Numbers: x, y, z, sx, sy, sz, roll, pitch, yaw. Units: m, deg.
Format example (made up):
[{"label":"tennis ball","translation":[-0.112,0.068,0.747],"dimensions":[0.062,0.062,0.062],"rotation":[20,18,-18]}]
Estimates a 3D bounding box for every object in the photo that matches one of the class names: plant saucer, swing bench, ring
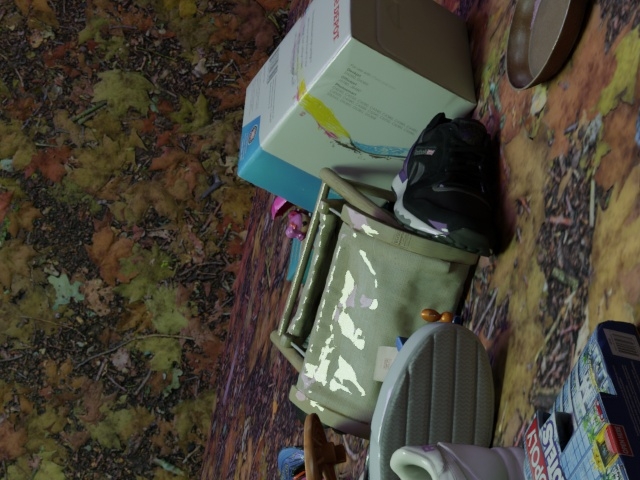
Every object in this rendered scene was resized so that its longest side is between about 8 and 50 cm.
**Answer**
[{"label":"plant saucer","translation":[0.238,-0.235,1.182],"dimensions":[0.168,0.029,0.169],"rotation":[-168,90,-80]},{"label":"swing bench","translation":[0.057,0.075,1.397],"dimensions":[0.255,0.165,0.253],"rotation":[-112,36,-71]},{"label":"ring","translation":[0.030,0.350,1.221],"dimensions":[0.336,0.032,0.337],"rotation":[-12,-90,-87]}]

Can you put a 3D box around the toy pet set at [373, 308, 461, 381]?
[{"label":"toy pet set","translation":[0.120,0.132,1.223],"dimensions":[0.065,0.114,0.122],"rotation":[-1,77,54]}]

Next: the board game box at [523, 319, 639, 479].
[{"label":"board game box","translation":[0.191,0.189,0.843],"dimensions":[0.194,0.060,0.194],"rotation":[-93,20,-55]}]

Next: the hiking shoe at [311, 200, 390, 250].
[{"label":"hiking shoe","translation":[0.057,-0.070,1.708],"dimensions":[0.132,0.113,0.304],"rotation":[125,153,-51]}]

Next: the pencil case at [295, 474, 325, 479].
[{"label":"pencil case","translation":[0.002,0.379,1.502],"dimensions":[0.209,0.098,0.095],"rotation":[-157,80,-78]}]

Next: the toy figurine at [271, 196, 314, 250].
[{"label":"toy figurine","translation":[-0.001,-0.029,1.830],"dimensions":[0.130,0.159,0.173],"rotation":[117,162,-53]}]

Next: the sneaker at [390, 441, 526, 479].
[{"label":"sneaker","translation":[0.107,0.300,0.905],"dimensions":[0.114,0.152,0.305],"rotation":[118,160,-47]}]

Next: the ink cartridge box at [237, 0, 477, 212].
[{"label":"ink cartridge box","translation":[0.044,-0.193,1.515],"dimensions":[0.270,0.197,0.198],"rotation":[-48,27,37]}]

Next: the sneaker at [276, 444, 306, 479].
[{"label":"sneaker","translation":[-0.030,0.387,1.757],"dimensions":[0.221,0.083,0.087],"rotation":[106,157,-46]}]

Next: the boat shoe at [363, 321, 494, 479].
[{"label":"boat shoe","translation":[0.087,0.244,1.151],"dimensions":[0.119,0.121,0.335],"rotation":[-170,90,-75]}]

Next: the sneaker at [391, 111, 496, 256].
[{"label":"sneaker","translation":[0.146,-0.077,1.290],"dimensions":[0.283,0.107,0.124],"rotation":[-109,39,-70]}]

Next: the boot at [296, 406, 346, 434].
[{"label":"boot","translation":[0.031,0.167,1.701],"dimensions":[0.161,0.083,0.247],"rotation":[154,123,-68]}]

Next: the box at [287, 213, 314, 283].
[{"label":"box","translation":[0.000,0.000,2.056],"dimensions":[0.244,0.060,0.101],"rotation":[127,153,-66]}]
